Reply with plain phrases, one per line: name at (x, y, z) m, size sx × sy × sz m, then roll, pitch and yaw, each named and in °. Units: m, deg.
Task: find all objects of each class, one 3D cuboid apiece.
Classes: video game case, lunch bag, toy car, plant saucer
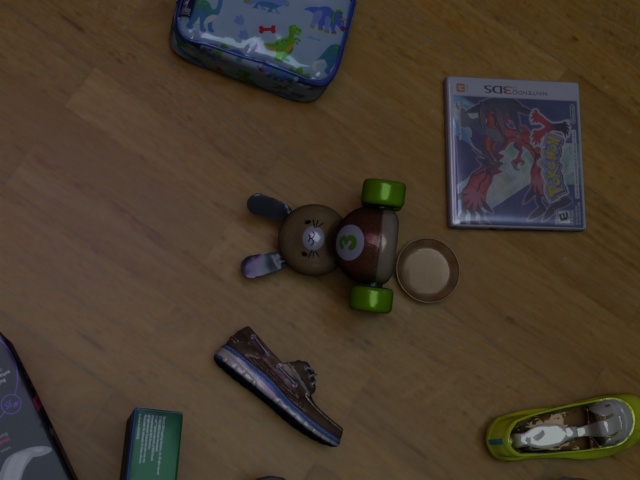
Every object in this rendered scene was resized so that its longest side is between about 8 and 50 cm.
video game case at (0.253, -0.113, 1.624) m, size 0.183 × 0.023 × 0.201 m, roll 1°, pitch 79°, yaw -10°
lunch bag at (-0.071, -0.287, 1.565) m, size 0.219 × 0.090 × 0.176 m, roll 20°, pitch 74°, yaw -7°
toy car at (0.000, 0.000, 1.504) m, size 0.188 × 0.149 × 0.155 m, roll 7°, pitch 88°, yaw 2°
plant saucer at (0.135, 0.039, 1.577) m, size 0.083 × 0.015 × 0.083 m, roll 2°, pitch 78°, yaw -10°

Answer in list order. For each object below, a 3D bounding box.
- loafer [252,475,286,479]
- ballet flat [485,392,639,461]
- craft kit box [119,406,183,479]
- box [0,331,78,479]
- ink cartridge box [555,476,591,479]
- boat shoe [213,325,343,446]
loafer at (0.001, 0.417, 1.437) m, size 0.111 × 0.112 × 0.320 m, roll -19°, pitch 90°, yaw -20°
ballet flat at (0.318, 0.235, 1.541) m, size 0.230 × 0.077 × 0.077 m, roll -7°, pitch 80°, yaw -12°
craft kit box at (-0.195, 0.312, 1.344) m, size 0.060 × 0.246 × 0.250 m, roll 8°, pitch 78°, yaw -12°
box at (-0.365, 0.256, 1.374) m, size 0.165 × 0.143 × 0.270 m, roll -25°, pitch 85°, yaw -12°
ink cartridge box at (0.183, 0.419, 1.433) m, size 0.370 × 0.069 × 0.176 m, roll -17°, pitch 93°, yaw -26°
boat shoe at (-0.038, 0.173, 1.492) m, size 0.183 × 0.066 × 0.066 m, roll 40°, pitch 74°, yaw -1°
